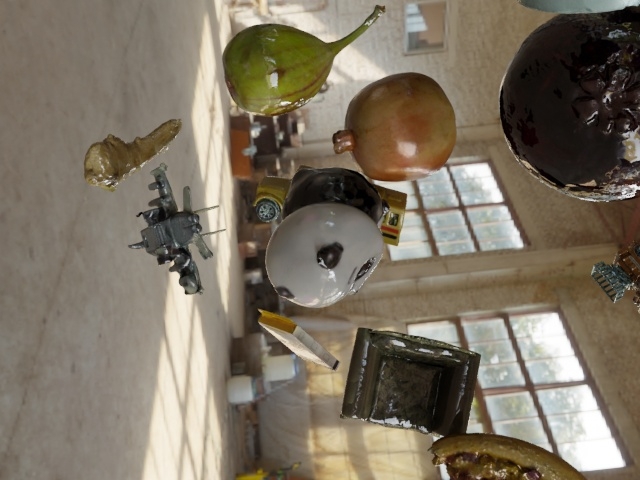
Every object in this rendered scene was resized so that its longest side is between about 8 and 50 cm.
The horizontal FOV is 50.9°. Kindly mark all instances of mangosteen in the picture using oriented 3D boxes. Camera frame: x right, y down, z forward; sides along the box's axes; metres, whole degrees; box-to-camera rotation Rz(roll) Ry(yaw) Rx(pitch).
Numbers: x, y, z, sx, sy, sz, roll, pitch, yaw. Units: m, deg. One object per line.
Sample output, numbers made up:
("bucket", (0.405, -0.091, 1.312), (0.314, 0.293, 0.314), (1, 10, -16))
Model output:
("mangosteen", (0.420, -0.203, 0.987), (0.293, 0.297, 0.296), (-26, 116, -49))

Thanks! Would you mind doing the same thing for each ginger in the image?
("ginger", (-0.438, -0.214, 1.570), (0.294, 0.086, 0.131), (-43, 142, -39))

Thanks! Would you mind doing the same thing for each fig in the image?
("fig", (-0.011, -0.169, 0.634), (0.093, 0.166, 0.093), (-12, 90, -87))

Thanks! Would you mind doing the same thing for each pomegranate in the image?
("pomegranate", (0.152, -0.235, 1.440), (0.252, 0.271, 0.228), (-117, -168, -68))

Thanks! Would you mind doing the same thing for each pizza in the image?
("pizza", (0.320, 0.455, 1.187), (0.081, 0.290, 0.228), (-46, 149, -65))

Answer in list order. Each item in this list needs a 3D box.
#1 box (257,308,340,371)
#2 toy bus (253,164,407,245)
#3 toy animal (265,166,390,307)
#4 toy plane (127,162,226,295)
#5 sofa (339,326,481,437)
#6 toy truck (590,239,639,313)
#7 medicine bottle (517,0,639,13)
("box", (-0.060, 0.256, 1.718), (0.247, 0.129, 0.033), (47, 65, -42))
("toy bus", (0.024, -0.084, 1.506), (0.121, 0.336, 0.122), (-70, 176, -59))
("toy animal", (0.007, 0.002, 1.060), (0.187, 0.165, 0.235), (-46, -161, 32))
("toy plane", (-0.233, -0.004, 0.988), (0.262, 0.088, 0.192), (-16, -88, 48))
("sofa", (0.175, 0.289, 1.336), (0.182, 0.259, 0.199), (152, -49, -79))
("toy truck", (0.670, 0.100, 1.405), (0.177, 0.115, 0.080), (60, -5, 33))
("medicine bottle", (0.280, -0.395, 0.652), (0.245, 0.245, 0.289), (-97, 171, -57))
